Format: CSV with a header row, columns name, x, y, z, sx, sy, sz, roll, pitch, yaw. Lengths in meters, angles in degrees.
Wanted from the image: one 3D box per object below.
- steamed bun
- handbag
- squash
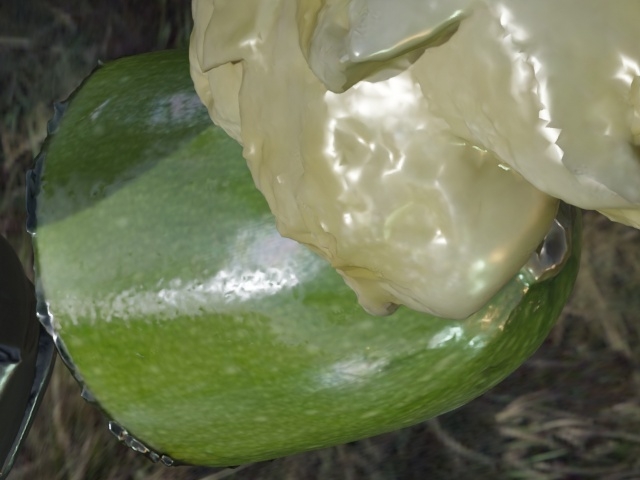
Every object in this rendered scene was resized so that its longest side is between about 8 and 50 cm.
name,x,y,z,sx,sy,sz,roll,pitch,yaw
steamed bun,0.053,-0.134,0.442,0.137,0.292,0.295,36,91,-31
handbag,-0.352,0.142,1.422,0.178,0.275,0.301,18,113,-12
squash,0.022,-0.020,0.980,0.310,0.309,0.310,25,56,-46
